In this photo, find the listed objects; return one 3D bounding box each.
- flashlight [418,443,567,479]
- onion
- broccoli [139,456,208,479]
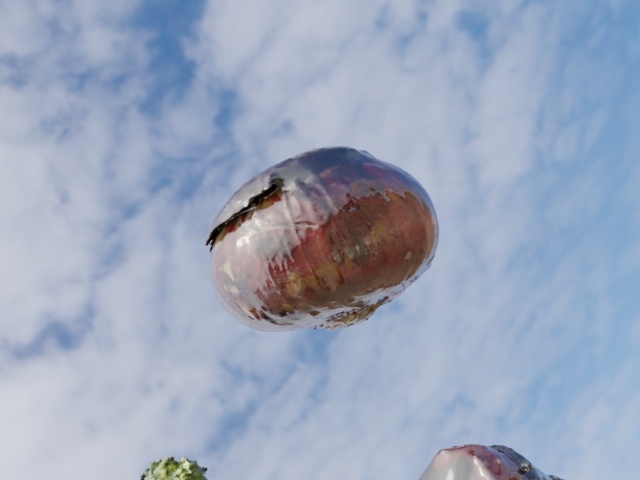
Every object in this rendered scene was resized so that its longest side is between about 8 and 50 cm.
[{"bbox_3d":[0.161,0.180,0.471,0.232,0.093,0.093,21,-83,-22],"label":"flashlight"},{"bbox_3d":[0.000,0.000,0.871,0.246,0.190,0.246,-20,-15,-5],"label":"onion"},{"bbox_3d":[-0.118,0.333,0.914,0.194,0.220,0.194,-28,-12,-6],"label":"broccoli"}]
